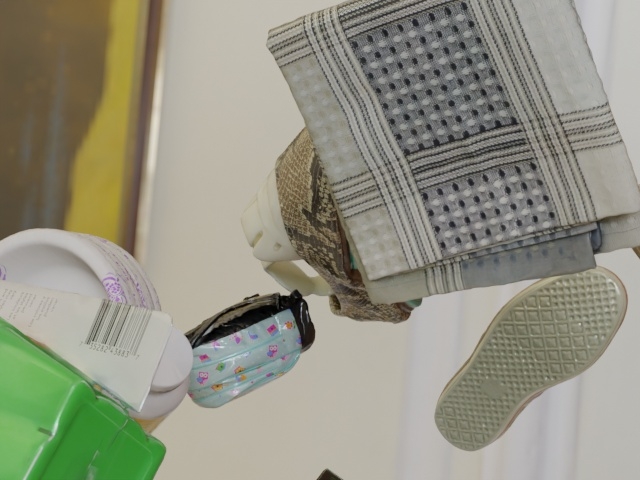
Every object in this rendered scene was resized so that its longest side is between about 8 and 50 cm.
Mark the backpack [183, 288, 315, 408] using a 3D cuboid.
[{"bbox_3d":[-0.107,0.144,2.205,0.115,0.182,0.152,65,155,-1],"label":"backpack"}]

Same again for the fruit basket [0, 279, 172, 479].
[{"bbox_3d":[-0.286,0.174,1.182,0.353,0.165,0.327,5,61,45],"label":"fruit basket"}]

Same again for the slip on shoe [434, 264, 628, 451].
[{"bbox_3d":[0.256,0.132,2.004,0.101,0.123,0.331,-40,-10,-49],"label":"slip on shoe"}]

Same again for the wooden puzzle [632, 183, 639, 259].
[{"bbox_3d":[0.335,-0.013,1.702,0.116,0.014,0.079,-107,19,-53],"label":"wooden puzzle"}]

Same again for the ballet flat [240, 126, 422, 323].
[{"bbox_3d":[0.000,0.000,2.162,0.483,0.182,0.164,56,-155,-62],"label":"ballet flat"}]

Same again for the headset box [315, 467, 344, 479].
[{"bbox_3d":[0.016,0.471,2.022,0.283,0.246,0.131,-58,-7,27],"label":"headset box"}]

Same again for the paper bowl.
[{"bbox_3d":[-0.329,0.131,2.141,0.148,0.284,0.284,10,-96,-64],"label":"paper bowl"}]

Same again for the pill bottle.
[{"bbox_3d":[-0.203,0.158,1.811,0.184,0.103,0.103,133,144,-55],"label":"pill bottle"}]

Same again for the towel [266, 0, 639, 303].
[{"bbox_3d":[0.132,-0.096,1.598,0.324,0.312,0.056,67,-154,-19],"label":"towel"}]
